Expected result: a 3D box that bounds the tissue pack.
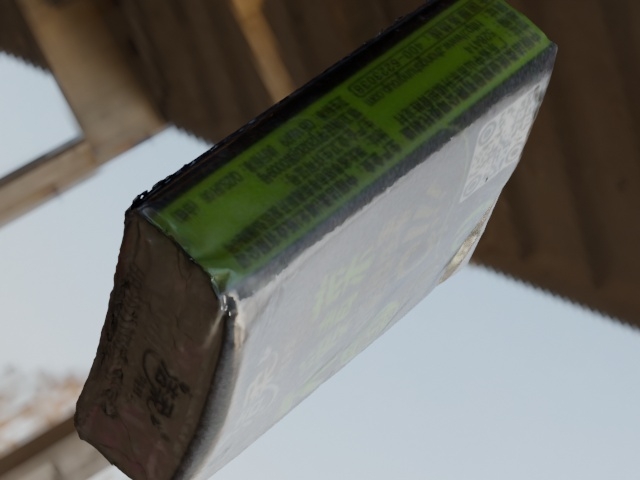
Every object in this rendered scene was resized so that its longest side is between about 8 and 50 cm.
[{"bbox_3d":[0.000,0.000,1.481,0.124,0.394,0.288,39,-38,17],"label":"tissue pack"}]
